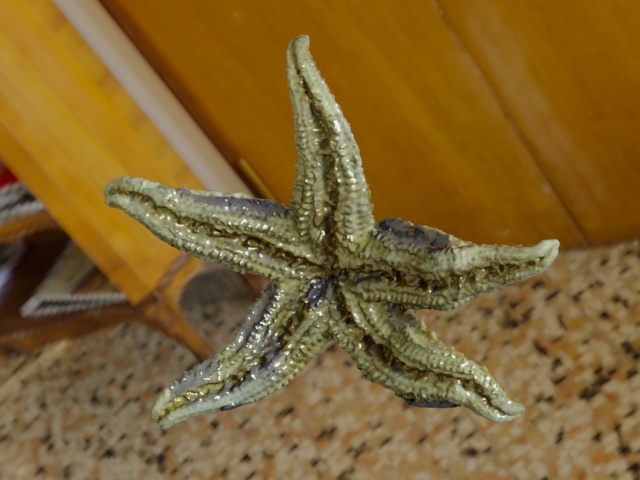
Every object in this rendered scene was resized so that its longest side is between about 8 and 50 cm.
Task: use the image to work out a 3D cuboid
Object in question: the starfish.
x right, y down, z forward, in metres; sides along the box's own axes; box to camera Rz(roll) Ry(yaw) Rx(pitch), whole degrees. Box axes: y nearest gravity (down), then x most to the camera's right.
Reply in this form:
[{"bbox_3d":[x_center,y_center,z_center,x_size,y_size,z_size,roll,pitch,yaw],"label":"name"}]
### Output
[{"bbox_3d":[0.000,0.000,0.601,0.208,0.176,0.053,4,18,14],"label":"starfish"}]
